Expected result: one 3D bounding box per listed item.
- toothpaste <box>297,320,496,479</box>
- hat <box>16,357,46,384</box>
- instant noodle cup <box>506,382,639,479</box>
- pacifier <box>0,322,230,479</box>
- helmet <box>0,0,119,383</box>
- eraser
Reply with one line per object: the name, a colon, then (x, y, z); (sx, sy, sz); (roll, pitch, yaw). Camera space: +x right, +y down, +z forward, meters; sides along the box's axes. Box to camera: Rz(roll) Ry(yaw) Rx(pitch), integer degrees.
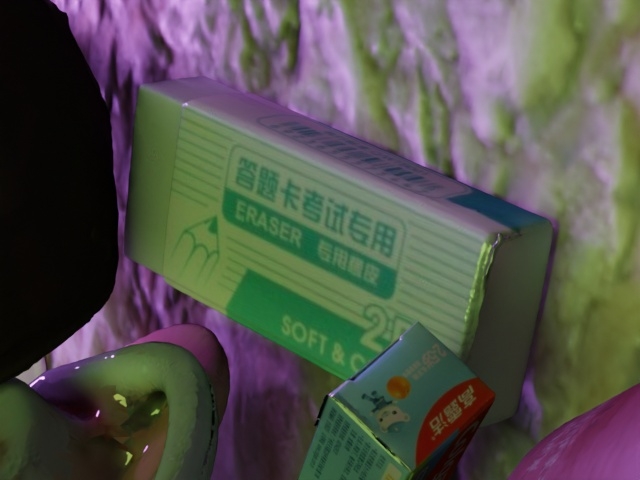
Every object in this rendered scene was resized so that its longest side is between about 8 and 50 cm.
toothpaste: (0.026, 0.098, 0.672); (0.044, 0.070, 0.193); (43, 152, 15)
hat: (-0.269, 0.093, 0.965); (0.203, 0.126, 0.203); (4, 95, 43)
instant noodle cup: (0.167, 0.118, 0.484); (0.178, 0.234, 0.235); (-32, 75, 53)
pacifier: (-0.128, 0.186, 0.774); (0.220, 0.332, 0.273); (5, 136, 22)
helmet: (-0.231, -0.067, 0.790); (0.177, 0.225, 0.305); (69, 177, -53)
eraser: (0.000, 0.000, 0.738); (0.225, 0.052, 0.096); (26, 117, 38)
